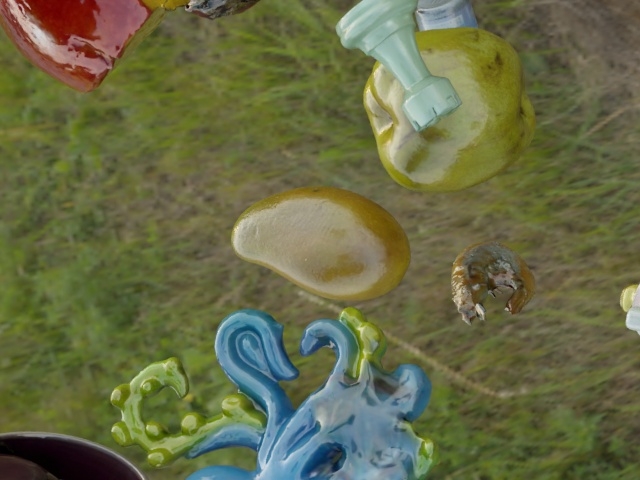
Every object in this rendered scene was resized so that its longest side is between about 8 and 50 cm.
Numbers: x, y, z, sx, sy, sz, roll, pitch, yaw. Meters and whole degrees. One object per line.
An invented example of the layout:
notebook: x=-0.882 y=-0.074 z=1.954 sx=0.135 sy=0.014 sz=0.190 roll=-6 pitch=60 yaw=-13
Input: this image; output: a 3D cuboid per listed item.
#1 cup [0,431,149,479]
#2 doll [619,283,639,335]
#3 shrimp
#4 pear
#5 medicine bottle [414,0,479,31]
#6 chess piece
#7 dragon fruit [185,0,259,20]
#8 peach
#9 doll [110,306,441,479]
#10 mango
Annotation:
cup: x=-0.275 y=0.335 z=1.324 sx=0.208 sy=0.288 sz=0.273 roll=18 pitch=111 yaw=14
doll: x=0.333 y=0.074 z=1.176 sx=0.207 sy=0.129 sz=0.081 roll=-128 pitch=40 yaw=-69
shrimp: x=0.263 y=0.065 z=2.066 sx=0.132 sy=0.187 sz=0.052 roll=6 pitch=133 yaw=13
pear: x=0.151 y=-0.154 z=1.562 sx=0.200 sy=0.200 sz=0.200 roll=14 pitch=110 yaw=43
medicine bottle: x=0.201 y=-0.263 z=1.968 sx=0.083 sy=0.083 sz=0.203 roll=11 pitch=132 yaw=43
chess piece: x=0.064 y=-0.135 z=1.019 sx=0.067 sy=0.067 sz=0.103 roll=-36 pitch=85 yaw=44
dragon fruit: x=-0.142 y=-0.388 z=1.925 sx=0.224 sy=0.218 sz=0.148 roll=83 pitch=177 yaw=-56
peach: x=-0.118 y=-0.141 z=0.688 sx=0.151 sy=0.118 sz=0.151 roll=-9 pitch=79 yaw=52
doll: x=-0.035 y=0.231 z=1.276 sx=0.341 sy=0.099 sz=0.346 roll=-35 pitch=65 yaw=-1
mango: x=0.000 y=0.000 z=1.618 sx=0.227 sy=0.099 sz=0.136 roll=12 pitch=66 yaw=22
